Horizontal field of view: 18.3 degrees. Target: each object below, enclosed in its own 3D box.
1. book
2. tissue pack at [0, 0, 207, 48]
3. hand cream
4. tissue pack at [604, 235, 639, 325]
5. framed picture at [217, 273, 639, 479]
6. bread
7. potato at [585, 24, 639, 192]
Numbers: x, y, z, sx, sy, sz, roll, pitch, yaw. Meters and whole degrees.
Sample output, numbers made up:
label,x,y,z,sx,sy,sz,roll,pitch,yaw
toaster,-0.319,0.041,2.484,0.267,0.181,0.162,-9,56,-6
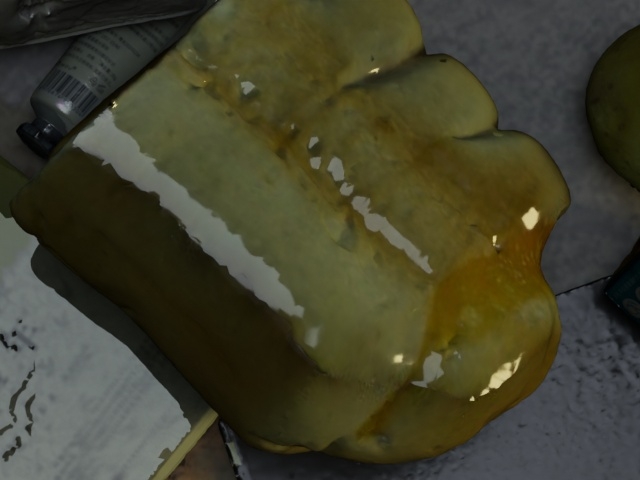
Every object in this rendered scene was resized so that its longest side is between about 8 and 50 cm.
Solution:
label,x,y,z,sx,sy,sz,roll,pitch,yaw
book,-0.252,0.067,1.385,0.352,0.035,0.239,38,81,3
tissue pack,-0.212,-0.311,1.383,0.242,0.160,0.338,-6,75,-1
hand cream,-0.133,-0.154,1.435,0.080,0.050,0.234,36,74,9
tissue pack,0.286,0.018,1.361,0.120,0.169,0.082,41,61,3
framed picture,0.127,0.188,1.403,0.338,0.014,0.255,-20,81,-9
bread,0.000,0.000,1.332,0.341,0.210,0.300,41,56,-1
potato,0.327,-0.096,1.404,0.271,0.111,0.160,17,64,6
